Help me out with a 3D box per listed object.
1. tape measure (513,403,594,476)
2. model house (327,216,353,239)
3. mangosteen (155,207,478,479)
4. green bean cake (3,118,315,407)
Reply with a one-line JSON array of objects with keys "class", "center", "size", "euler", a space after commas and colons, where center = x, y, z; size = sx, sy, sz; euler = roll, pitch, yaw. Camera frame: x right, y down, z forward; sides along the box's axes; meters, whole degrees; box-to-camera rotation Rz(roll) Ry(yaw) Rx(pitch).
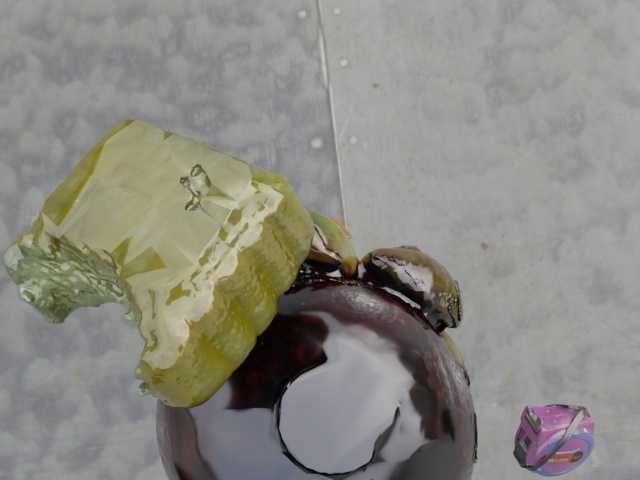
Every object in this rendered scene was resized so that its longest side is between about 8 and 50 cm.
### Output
[{"class": "tape measure", "center": [0.361, 0.303, 1.115], "size": [0.118, 0.125, 0.074], "euler": [1, 34, -19]}, {"class": "model house", "center": [0.000, 0.000, 1.523], "size": [0.219, 0.207, 0.135], "euler": [9, 74, -25]}, {"class": "mangosteen", "center": [0.007, 0.178, 0.840], "size": [0.381, 0.381, 0.421], "euler": [21, 85, 9]}, {"class": "green bean cake", "center": [-0.154, 0.010, 0.676], "size": [0.236, 0.124, 0.233], "euler": [24, 71, 29]}]
